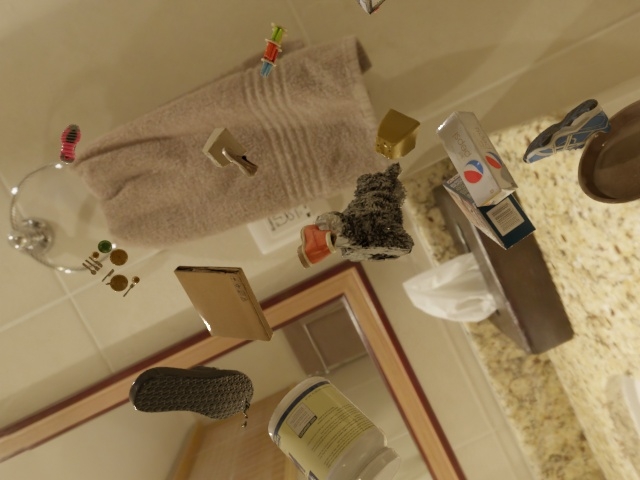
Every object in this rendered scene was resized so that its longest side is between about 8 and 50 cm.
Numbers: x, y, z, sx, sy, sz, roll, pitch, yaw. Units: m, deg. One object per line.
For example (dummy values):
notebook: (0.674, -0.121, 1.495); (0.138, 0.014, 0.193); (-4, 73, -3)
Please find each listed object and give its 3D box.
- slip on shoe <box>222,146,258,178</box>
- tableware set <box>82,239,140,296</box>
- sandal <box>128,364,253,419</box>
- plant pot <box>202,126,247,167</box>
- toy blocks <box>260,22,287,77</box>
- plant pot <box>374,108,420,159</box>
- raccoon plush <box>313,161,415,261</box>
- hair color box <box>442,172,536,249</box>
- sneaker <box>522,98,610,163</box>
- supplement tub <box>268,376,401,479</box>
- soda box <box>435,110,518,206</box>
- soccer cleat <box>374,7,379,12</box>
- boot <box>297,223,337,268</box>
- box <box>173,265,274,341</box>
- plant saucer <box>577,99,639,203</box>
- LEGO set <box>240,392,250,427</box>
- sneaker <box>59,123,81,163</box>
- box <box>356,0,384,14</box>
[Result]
slip on shoe: (-0.242, -0.246, 1.454); (0.135, 0.041, 0.051); (45, -157, 18)
tableware set: (-0.576, 0.076, 1.342); (0.154, 0.104, 0.024); (44, 157, -19)
sandal: (-0.372, 0.437, 1.447); (0.107, 0.167, 0.446); (35, -178, 41)
plant pot: (-0.328, -0.304, 1.597); (0.109, 0.096, 0.109); (47, 168, -29)
toy blocks: (-0.154, -0.592, 1.501); (0.054, 0.148, 0.123); (22, -170, -7)
plant pot: (0.166, -0.232, 1.089); (0.081, 0.083, 0.081); (31, 152, 20)
raccoon plush: (0.137, -0.116, 1.351); (0.446, 0.216, 0.299); (35, -128, -67)
hair color box: (0.502, -0.109, 1.464); (0.174, 0.105, 0.347); (51, -169, -12)
sneaker: (0.577, -0.238, 1.136); (0.081, 0.080, 0.211); (41, 142, -8)
supplement tub: (0.038, 0.567, 1.338); (0.325, 0.235, 0.235); (35, 164, 33)
soda box: (0.349, -0.186, 1.079); (0.074, 0.069, 0.216); (-48, 59, 50)
soccer cleat: (0.123, -0.534, 1.045); (0.029, 0.083, 0.035); (27, 170, 31)
boot: (0.000, 0.000, 1.052); (0.059, 0.085, 0.158); (56, -165, -23)
box: (-0.204, 0.135, 1.017); (0.021, 0.165, 0.201); (-62, -37, -45)
plant saucer: (0.719, -0.201, 1.081); (0.041, 0.277, 0.278); (27, -164, -20)
LEGO set: (-0.188, 0.416, 1.176); (0.083, 0.024, 0.054); (-90, 14, -53)
sneaker: (-0.683, -0.271, 1.304); (0.047, 0.119, 0.057); (14, -145, -32)
box: (0.096, -0.489, 0.595); (0.242, 0.307, 0.076); (49, -170, 4)
